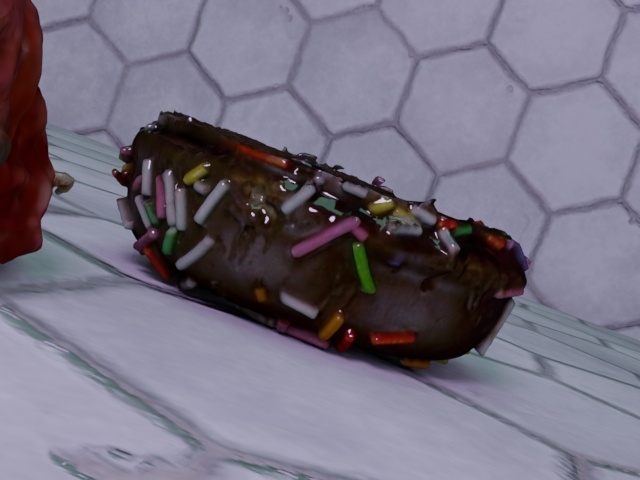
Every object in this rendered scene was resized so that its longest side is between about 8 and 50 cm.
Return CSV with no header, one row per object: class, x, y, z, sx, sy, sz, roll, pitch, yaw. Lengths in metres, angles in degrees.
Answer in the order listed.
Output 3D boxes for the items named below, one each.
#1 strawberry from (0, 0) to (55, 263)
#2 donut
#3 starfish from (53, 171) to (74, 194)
strawberry,-0.245,-0.101,0.422,0.265,0.149,0.336,16,4,-31
donut,0.000,0.000,0.614,0.269,0.103,0.270,20,6,-2
starfish,-0.269,-0.074,0.665,0.209,0.053,0.150,20,7,-21
